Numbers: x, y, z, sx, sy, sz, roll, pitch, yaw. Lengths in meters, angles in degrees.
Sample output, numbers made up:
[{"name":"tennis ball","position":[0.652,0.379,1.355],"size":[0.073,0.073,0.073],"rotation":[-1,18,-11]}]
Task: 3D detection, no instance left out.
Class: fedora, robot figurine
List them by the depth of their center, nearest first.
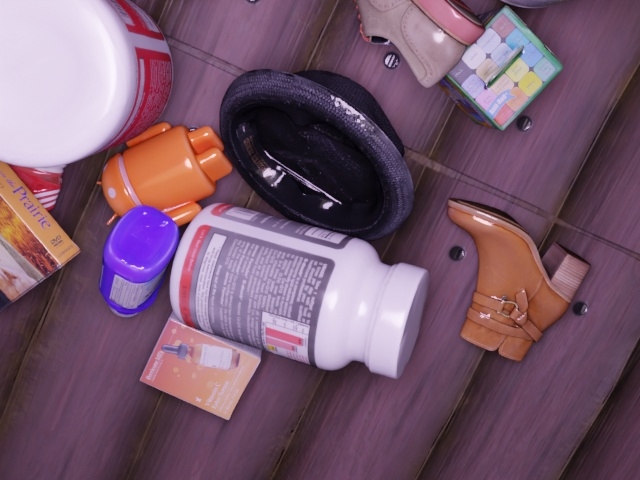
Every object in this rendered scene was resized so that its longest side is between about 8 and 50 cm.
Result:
[{"name":"fedora","position":[0.013,-0.156,1.127],"size":[0.334,0.334,0.152],"rotation":[40,55,-10]},{"name":"robot figurine","position":[-0.256,-0.103,1.174],"size":[0.219,0.128,0.158],"rotation":[-24,108,4]}]

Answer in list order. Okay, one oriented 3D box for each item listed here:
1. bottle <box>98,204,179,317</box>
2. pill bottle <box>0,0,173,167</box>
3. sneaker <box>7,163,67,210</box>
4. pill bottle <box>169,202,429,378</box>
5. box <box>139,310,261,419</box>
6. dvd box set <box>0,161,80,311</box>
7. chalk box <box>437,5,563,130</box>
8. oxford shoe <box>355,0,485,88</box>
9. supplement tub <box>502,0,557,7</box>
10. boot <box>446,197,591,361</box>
[{"name":"bottle","position":[-0.293,0.049,1.144],"size":[0.092,0.283,0.118],"rotation":[30,60,-5]},{"name":"pill bottle","position":[-0.331,-0.235,0.999],"size":[0.229,0.407,0.229],"rotation":[0,103,-1]},{"name":"sneaker","position":[-0.540,-0.100,1.192],"size":[0.221,0.087,0.128],"rotation":[14,101,-3]},{"name":"pill bottle","position":[-0.030,0.081,1.131],"size":[0.363,0.210,0.210],"rotation":[15,103,16]},{"name":"box","position":[-0.205,0.209,1.269],"size":[0.171,0.091,0.130],"rotation":[25,102,-7]},{"name":"dvd box set","position":[-0.623,-0.066,1.159],"size":[0.308,0.062,0.420],"rotation":[-30,103,27]},{"name":"chalk box","position":[0.266,-0.260,1.106],"size":[0.132,0.213,0.132],"rotation":[43,99,-11]},{"name":"oxford shoe","position":[0.081,-0.365,1.069],"size":[0.348,0.123,0.130],"rotation":[52,121,28]},{"name":"supplement tub","position":[0.327,-0.450,1.005],"size":[0.236,0.325,0.235],"rotation":[0,103,-1]},{"name":"boot","position":[0.295,0.069,1.253],"size":[0.283,0.109,0.220],"rotation":[27,105,-15]}]
